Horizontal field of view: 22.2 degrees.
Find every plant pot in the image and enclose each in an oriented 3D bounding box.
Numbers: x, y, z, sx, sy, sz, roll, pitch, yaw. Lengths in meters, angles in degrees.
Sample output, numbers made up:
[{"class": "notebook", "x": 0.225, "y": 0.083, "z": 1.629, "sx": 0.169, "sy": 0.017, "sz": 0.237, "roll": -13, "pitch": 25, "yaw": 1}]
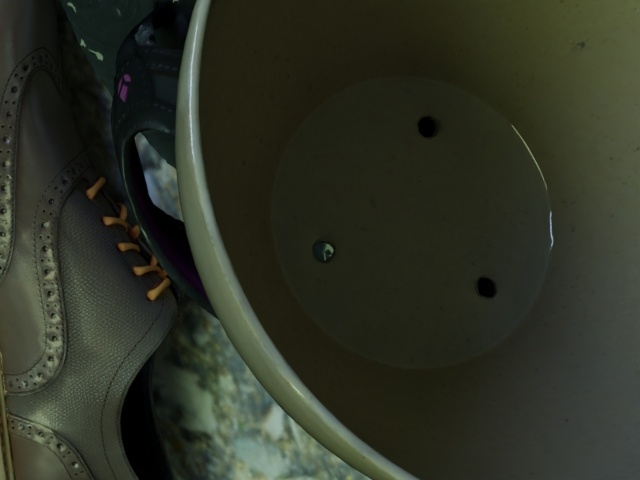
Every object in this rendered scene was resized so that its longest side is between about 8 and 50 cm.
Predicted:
[{"class": "plant pot", "x": 0.067, "y": -0.023, "z": 0.648, "sx": 0.284, "sy": 0.284, "sz": 0.191, "roll": 59, "pitch": 160, "yaw": 1}]

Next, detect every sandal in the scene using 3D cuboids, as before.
[{"class": "sandal", "x": 0.002, "y": 0.000, "z": 0.788, "sx": 0.446, "sy": 0.107, "sz": 0.167, "roll": 54, "pitch": 132, "yaw": 6}]

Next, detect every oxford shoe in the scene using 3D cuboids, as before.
[{"class": "oxford shoe", "x": -0.141, "y": 0.001, "z": 0.918, "sx": 0.132, "sy": 0.130, "sz": 0.364, "roll": 1, "pitch": 110, "yaw": 10}]
